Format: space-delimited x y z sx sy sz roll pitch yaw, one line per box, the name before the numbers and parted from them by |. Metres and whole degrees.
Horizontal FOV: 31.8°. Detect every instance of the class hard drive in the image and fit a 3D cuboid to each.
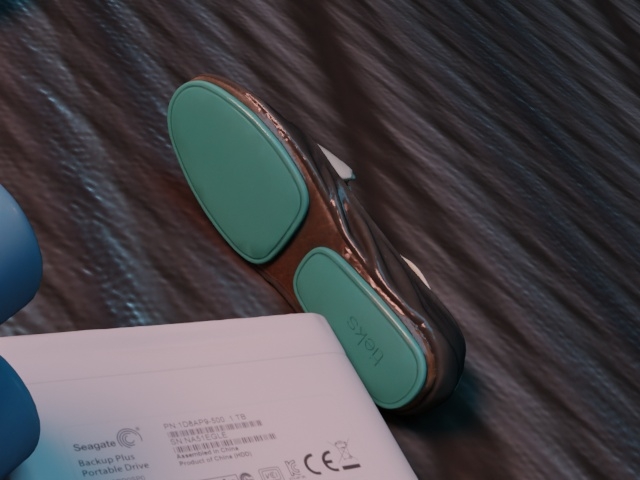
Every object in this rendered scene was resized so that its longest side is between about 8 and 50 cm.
hard drive | -0.022 0.188 0.562 0.233 0.047 0.353 -2 46 -36

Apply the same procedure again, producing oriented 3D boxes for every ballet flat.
ballet flat | 0.000 0.000 0.775 0.280 0.095 0.096 54 32 15

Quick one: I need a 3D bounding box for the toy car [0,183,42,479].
toy car | -0.272 0.046 0.443 0.238 0.210 0.219 31 46 17
